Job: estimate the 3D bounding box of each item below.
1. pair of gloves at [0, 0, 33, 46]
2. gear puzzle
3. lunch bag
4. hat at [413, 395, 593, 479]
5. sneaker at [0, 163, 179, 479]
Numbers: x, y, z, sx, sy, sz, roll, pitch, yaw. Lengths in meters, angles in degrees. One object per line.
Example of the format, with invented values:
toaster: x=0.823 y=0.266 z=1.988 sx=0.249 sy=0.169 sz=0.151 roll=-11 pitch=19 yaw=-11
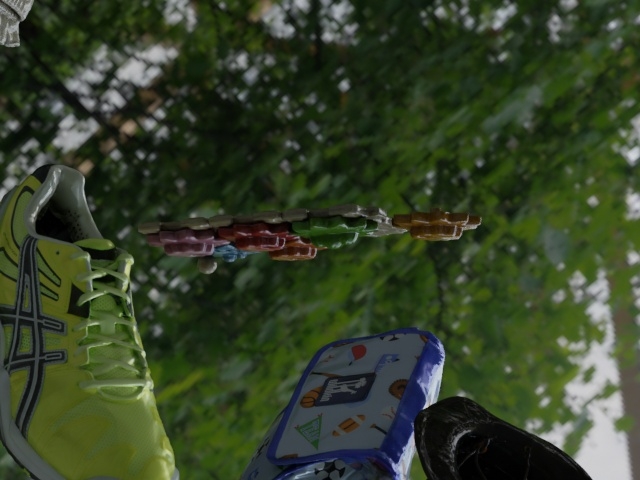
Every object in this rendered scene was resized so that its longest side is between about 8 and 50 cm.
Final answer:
pair of gloves: x=-0.413 y=-0.343 z=1.453 sx=0.042 sy=0.204 sz=0.240 roll=-7 pitch=169 yaw=26
gear puzzle: x=0.000 y=0.000 z=1.285 sx=0.339 sy=0.044 sz=0.175 roll=-5 pitch=172 yaw=22
lunch bag: x=0.030 y=0.335 z=1.981 sx=0.385 sy=0.239 sz=0.328 roll=-48 pitch=-173 yaw=37
hat: x=0.237 y=0.371 z=1.726 sx=0.134 sy=0.331 sz=0.331 roll=-56 pitch=-171 yaw=25
sneaker: x=-0.233 y=0.083 z=1.182 sx=0.147 sy=0.145 sz=0.384 roll=-55 pitch=-128 yaw=29
